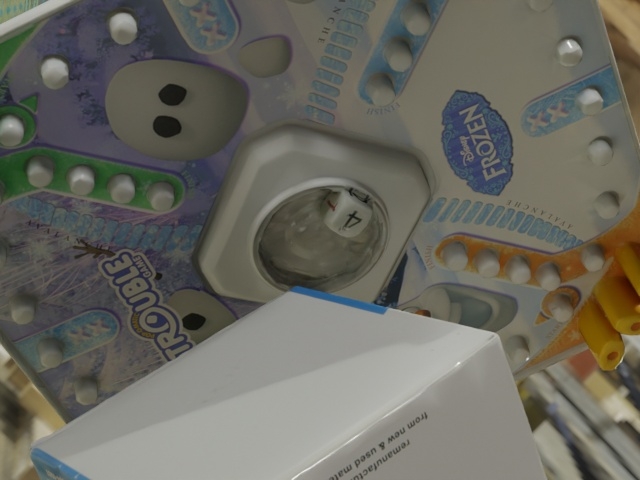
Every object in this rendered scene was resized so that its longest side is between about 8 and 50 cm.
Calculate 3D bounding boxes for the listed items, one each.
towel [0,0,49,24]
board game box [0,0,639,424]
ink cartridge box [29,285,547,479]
[{"bbox_3d":[-0.258,-0.230,0.967,0.040,0.271,0.370,12,17,3],"label":"towel"},{"bbox_3d":[0.000,0.000,0.757,0.050,0.390,0.390,-111,175,-50],"label":"board game box"},{"bbox_3d":[0.008,0.169,0.621,0.171,0.168,0.232,10,-55,56],"label":"ink cartridge box"}]
